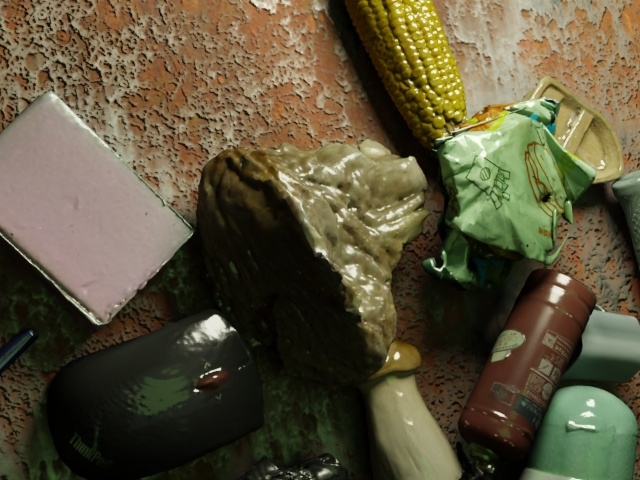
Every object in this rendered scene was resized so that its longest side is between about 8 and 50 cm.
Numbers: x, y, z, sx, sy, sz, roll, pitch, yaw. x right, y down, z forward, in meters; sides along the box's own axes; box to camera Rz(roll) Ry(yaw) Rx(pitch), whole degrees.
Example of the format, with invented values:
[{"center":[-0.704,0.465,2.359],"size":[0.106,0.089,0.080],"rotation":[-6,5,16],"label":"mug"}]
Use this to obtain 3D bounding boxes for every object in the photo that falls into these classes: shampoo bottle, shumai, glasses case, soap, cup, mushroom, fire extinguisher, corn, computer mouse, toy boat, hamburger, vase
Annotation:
[{"center":[0.347,0.374,1.406],"size":[0.221,0.151,0.350],"rotation":[7,85,10],"label":"shampoo bottle"},{"center":[0.001,-0.001,1.375],"size":[0.346,0.217,0.283],"rotation":[50,41,-3],"label":"shumai"},{"center":[-0.385,0.139,1.272],"size":[0.023,0.033,0.083],"rotation":[42,72,1],"label":"glasses case"},{"center":[-0.312,-0.035,1.291],"size":[0.259,0.081,0.181],"rotation":[44,72,-9],"label":"soap"},{"center":[0.394,0.142,1.514],"size":[0.129,0.095,0.128],"rotation":[10,46,-21],"label":"cup"},{"center":[0.132,0.305,1.391],"size":[0.128,0.128,0.350],"rotation":[-17,86,-20],"label":"mushroom"},{"center":[0.251,0.197,1.367],"size":[0.344,0.102,0.138],"rotation":[-60,144,-19],"label":"fire extinguisher"},{"center":[0.119,-0.279,1.451],"size":[0.119,0.119,0.322],"rotation":[-23,95,-20],"label":"corn"},{"center":[-0.206,0.200,1.275],"size":[0.269,0.100,0.170],"rotation":[-22,98,-10],"label":"computer mouse"},{"center":[0.372,-0.150,1.553],"size":[0.188,0.061,0.116],"rotation":[36,73,-12],"label":"toy boat"},{"center":[0.266,-0.051,1.404],"size":[0.260,0.150,0.276],"rotation":[-12,108,-46],"label":"hamburger"},{"center":[0.509,0.003,1.557],"size":[0.096,0.096,0.219],"rotation":[-22,96,-20],"label":"vase"}]

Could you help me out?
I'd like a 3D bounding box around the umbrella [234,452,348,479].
[{"center":[-0.125,0.344,1.301],"size":[0.336,0.128,0.154],"rotation":[-33,111,-25],"label":"umbrella"}]
